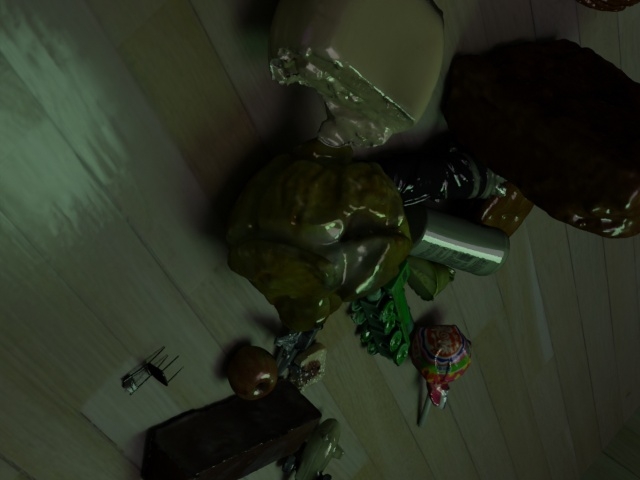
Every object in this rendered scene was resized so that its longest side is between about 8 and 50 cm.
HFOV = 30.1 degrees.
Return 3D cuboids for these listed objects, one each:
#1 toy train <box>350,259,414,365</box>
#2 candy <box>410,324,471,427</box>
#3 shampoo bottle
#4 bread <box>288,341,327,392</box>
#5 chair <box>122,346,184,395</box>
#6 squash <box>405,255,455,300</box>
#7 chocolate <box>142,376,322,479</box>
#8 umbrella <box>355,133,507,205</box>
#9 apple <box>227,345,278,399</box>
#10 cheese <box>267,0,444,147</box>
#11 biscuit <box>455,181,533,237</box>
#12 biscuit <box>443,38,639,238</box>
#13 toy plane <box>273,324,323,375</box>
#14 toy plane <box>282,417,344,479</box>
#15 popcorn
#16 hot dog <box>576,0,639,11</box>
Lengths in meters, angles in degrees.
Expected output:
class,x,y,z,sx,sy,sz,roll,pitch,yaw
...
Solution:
class,x,y,z,sx,sy,sz,roll,pitch,yaw
toy train,0.121,0.126,2.115,0.119,0.085,0.251,-60,156,-22
candy,0.226,0.291,2.411,0.124,0.124,0.365,-37,155,-27
shampoo bottle,0.197,-0.007,2.017,0.234,0.118,0.087,16,77,-27
bread,-0.019,0.219,2.049,0.070,0.035,0.083,-27,136,-40
chair,-0.241,0.195,1.719,0.086,0.042,0.037,-41,142,-23
squash,0.196,0.070,2.153,0.075,0.090,0.200,-64,161,6
chocolate,-0.149,0.331,1.927,0.321,0.112,0.112,-17,142,-47
umbrella,0.175,-0.114,1.959,0.357,0.106,0.113,-7,116,-42
apple,-0.108,0.208,1.882,0.084,0.071,0.084,-17,134,-18
cheese,0.048,-0.250,1.545,0.266,0.127,0.233,34,75,-44
biscuit,0.318,-0.056,2.190,0.220,0.066,0.220,-39,154,-23
biscuit,0.430,-0.171,1.950,0.342,0.395,0.166,-13,136,-44
toy plane,-0.031,0.141,1.937,0.226,0.058,0.226,-37,148,-55
toy plane,-0.031,0.451,2.219,0.286,0.092,0.108,-65,172,13
popcorn,0.001,-0.002,1.685,0.276,0.276,0.225,61,32,-56
hot dog,0.530,-0.489,2.038,0.259,0.114,0.175,-24,139,-39
